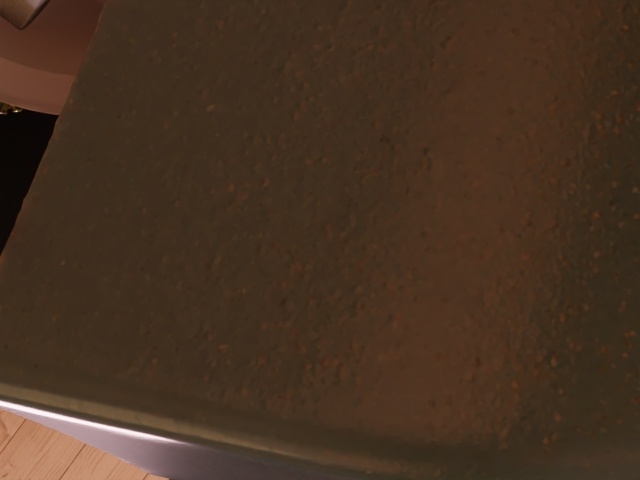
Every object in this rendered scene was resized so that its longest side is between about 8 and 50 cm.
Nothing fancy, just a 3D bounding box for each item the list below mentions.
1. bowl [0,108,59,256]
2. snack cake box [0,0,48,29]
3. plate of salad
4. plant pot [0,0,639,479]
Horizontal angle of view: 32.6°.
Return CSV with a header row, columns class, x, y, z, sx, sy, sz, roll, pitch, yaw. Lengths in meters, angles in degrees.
class,x,y,z,sx,sy,sz,roll,pitch,yaw
bowl,-0.216,0.008,1.004,0.391,0.391,0.077,32,-148,17
snack cake box,-0.254,-0.253,0.659,0.264,0.089,0.152,39,170,-18
plate of salad,-0.201,-0.139,0.797,0.200,0.200,0.048,33,125,14
plant pot,0.053,0.003,0.461,0.252,0.247,0.248,15,164,13
